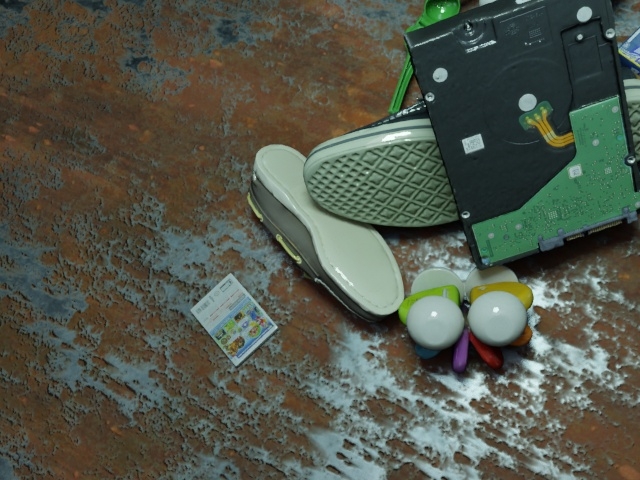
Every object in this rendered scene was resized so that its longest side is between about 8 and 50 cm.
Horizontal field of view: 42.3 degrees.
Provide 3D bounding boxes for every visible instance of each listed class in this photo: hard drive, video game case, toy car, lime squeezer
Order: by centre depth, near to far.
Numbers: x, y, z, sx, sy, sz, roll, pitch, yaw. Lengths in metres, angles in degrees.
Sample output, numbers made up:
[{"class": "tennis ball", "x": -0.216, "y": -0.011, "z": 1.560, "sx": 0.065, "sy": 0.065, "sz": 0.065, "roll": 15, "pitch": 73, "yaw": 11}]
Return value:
[{"class": "hard drive", "x": 0.264, "y": -0.140, "z": 1.044, "sx": 0.237, "sy": 0.339, "sz": 0.064, "roll": -19, "pitch": 30, "yaw": 8}, {"class": "toy car", "x": 0.200, "y": 0.115, "z": 1.128, "sx": 0.182, "sy": 0.159, "sz": 0.136, "roll": -5, "pitch": 109, "yaw": 10}, {"class": "video game case", "x": -0.133, "y": 0.122, "z": 1.275, "sx": 0.087, "sy": 0.011, "sz": 0.122, "roll": -43, "pitch": 66, "yaw": -2}, {"class": "lime squeezer", "x": 0.185, "y": -0.332, "z": 1.300, "sx": 0.310, "sy": 0.059, "sz": 0.110, "roll": -55, "pitch": 40, "yaw": 4}]

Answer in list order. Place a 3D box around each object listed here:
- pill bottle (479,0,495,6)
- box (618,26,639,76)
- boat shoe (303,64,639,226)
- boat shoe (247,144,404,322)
[{"class": "pill bottle", "x": 0.300, "y": -0.388, "z": 1.283, "sx": 0.087, "sy": 0.087, "sz": 0.160, "roll": 21, "pitch": 78, "yaw": 21}, {"class": "box", "x": 0.509, "y": -0.235, "z": 1.192, "sx": 0.059, "sy": 0.054, "sz": 0.169, "roll": -45, "pitch": 66, "yaw": -2}, {"class": "boat shoe", "x": 0.220, "y": -0.148, "z": 1.176, "sx": 0.500, "sy": 0.187, "sz": 0.156, "roll": -14, "pitch": 46, "yaw": 5}, {"class": "boat shoe", "x": 0.000, "y": 0.000, "z": 1.233, "sx": 0.117, "sy": 0.096, "sz": 0.324, "roll": -23, "pitch": 64, "yaw": -38}]
